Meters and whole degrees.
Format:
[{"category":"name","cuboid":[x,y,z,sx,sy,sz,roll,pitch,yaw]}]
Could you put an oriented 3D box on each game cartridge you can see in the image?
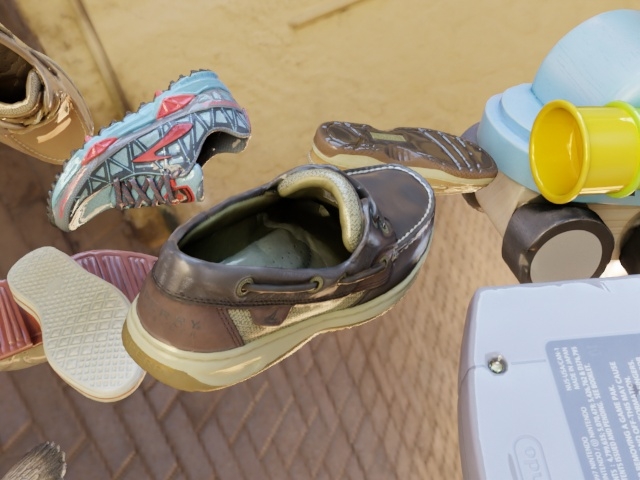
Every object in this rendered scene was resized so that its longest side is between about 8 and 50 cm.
[{"category":"game cartridge","cuboid":[0.191,0.156,0.601,0.062,0.198,0.297,90,-7,-54]}]

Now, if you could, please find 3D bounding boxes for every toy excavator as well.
[{"category":"toy excavator","cuboid":[0.398,-0.171,1.031,0.222,0.433,0.445,-110,-152,-52]}]

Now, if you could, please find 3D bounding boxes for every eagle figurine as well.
[{"category":"eagle figurine","cuboid":[-0.456,0.417,1.324,0.226,0.225,0.298,-111,-156,-58]}]

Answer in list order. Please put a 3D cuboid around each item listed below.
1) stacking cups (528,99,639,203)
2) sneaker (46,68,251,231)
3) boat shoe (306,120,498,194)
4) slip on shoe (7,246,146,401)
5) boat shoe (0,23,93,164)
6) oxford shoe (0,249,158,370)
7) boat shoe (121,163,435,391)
[{"category":"stacking cups","cuboid":[0.356,-0.092,0.940,0.096,0.316,0.096,175,-90,-69]},{"category":"sneaker","cuboid":[-0.189,-0.085,1.123,0.125,0.262,0.104,47,-15,10]},{"category":"boat shoe","cuboid":[0.074,-0.065,0.932,0.190,0.072,0.068,8,37,-20]},{"category":"slip on shoe","cuboid":[-0.302,0.112,1.261,0.331,0.123,0.101,32,-25,49]},{"category":"boat shoe","cuboid":[-0.363,-0.171,1.140,0.110,0.121,0.341,50,0,32]},{"category":"oxford shoe","cuboid":[-0.385,0.110,1.470,0.397,0.146,0.140,-8,71,-32]},{"category":"boat shoe","cuboid":[-0.001,0.000,0.492,0.080,0.073,0.223,40,39,20]}]
